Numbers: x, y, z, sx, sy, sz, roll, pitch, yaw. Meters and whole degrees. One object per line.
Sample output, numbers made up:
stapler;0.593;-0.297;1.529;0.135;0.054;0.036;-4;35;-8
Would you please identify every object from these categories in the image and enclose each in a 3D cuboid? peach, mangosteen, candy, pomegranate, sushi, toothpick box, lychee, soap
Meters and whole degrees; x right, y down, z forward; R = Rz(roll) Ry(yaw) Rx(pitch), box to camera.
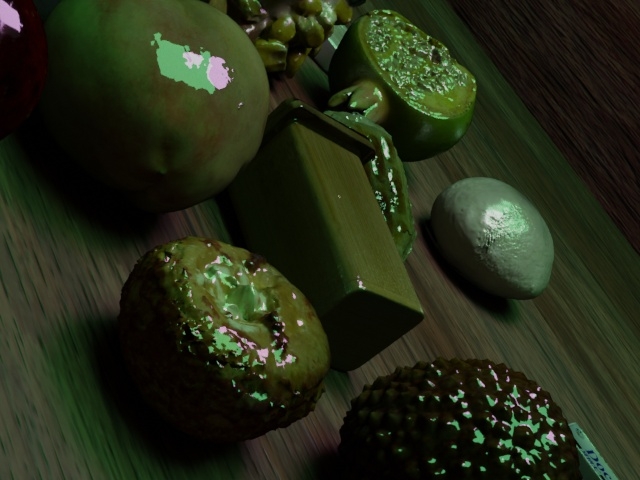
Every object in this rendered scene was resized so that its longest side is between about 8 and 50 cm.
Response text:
peach;-0.196;-0.173;1.308;0.292;0.247;0.292;41;13;-11
mangosteen;-0.373;-0.188;1.095;0.215;0.215;0.257;45;3;-5
candy;0.339;-0.008;2.104;0.295;0.185;0.295;35;20;-15
pomegranate;0.124;-0.271;2.160;0.310;0.216;0.358;49;52;6
sushi;-0.064;-0.475;1.993;0.285;0.329;0.328;50;16;23
toothpick box;0.000;0.000;1.477;0.187;0.190;0.308;26;33;-46
lychee;0.146;0.251;1.225;0.267;0.267;0.267;39;23;-20
soap;0.022;-0.431;2.413;0.121;0.064;0.183;48;22;-4

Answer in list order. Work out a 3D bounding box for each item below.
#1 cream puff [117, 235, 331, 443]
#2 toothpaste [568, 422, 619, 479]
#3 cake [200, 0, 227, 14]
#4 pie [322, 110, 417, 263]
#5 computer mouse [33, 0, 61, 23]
cream puff;-0.101;0.107;1.125;0.240;0.164;0.240;25;24;-12
toothpaste;0.450;0.438;1.670;0.067;0.081;0.336;1;49;-56
cake;-0.245;-0.361;1.676;0.207;0.185;0.178;25;-21;0
pie;0.065;-0.082;1.781;0.306;0.071;0.306;28;49;-38
computer mouse;-0.413;-0.293;1.318;0.170;0.100;0.269;57;19;14
